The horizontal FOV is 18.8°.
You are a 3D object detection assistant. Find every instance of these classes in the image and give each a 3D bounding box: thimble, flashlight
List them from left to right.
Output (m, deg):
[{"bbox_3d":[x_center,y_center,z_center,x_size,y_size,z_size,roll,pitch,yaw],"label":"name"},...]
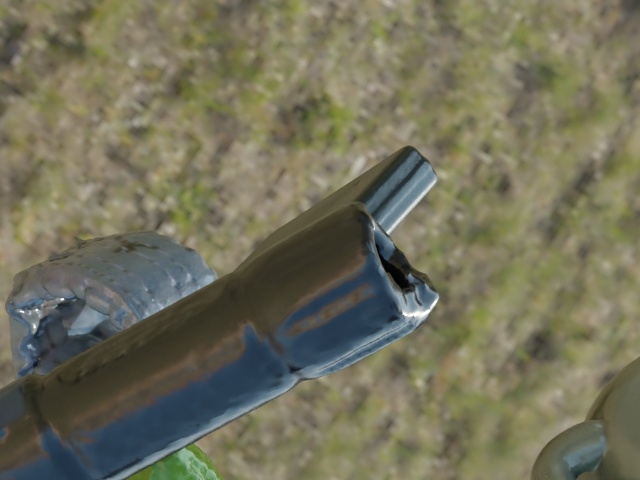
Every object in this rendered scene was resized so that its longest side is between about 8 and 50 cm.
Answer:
[{"bbox_3d":[-0.131,0.104,1.112,0.424,0.103,0.103,-29,151,10],"label":"flashlight"},{"bbox_3d":[-0.156,0.066,1.480,0.118,0.151,0.127,-27,119,-50],"label":"thimble"}]

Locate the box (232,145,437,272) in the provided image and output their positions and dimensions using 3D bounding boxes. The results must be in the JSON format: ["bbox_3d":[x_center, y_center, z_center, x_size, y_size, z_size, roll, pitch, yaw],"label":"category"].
[{"bbox_3d":[0.000,0.000,1.871,0.230,0.050,0.160,-32,-170,41],"label":"box"}]

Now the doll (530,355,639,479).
[{"bbox_3d":[0.323,0.240,1.569,0.226,0.215,0.370,-28,130,4],"label":"doll"}]

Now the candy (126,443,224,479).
[{"bbox_3d":[-0.093,0.206,1.360,0.096,0.096,0.209,-40,138,-25],"label":"candy"}]
